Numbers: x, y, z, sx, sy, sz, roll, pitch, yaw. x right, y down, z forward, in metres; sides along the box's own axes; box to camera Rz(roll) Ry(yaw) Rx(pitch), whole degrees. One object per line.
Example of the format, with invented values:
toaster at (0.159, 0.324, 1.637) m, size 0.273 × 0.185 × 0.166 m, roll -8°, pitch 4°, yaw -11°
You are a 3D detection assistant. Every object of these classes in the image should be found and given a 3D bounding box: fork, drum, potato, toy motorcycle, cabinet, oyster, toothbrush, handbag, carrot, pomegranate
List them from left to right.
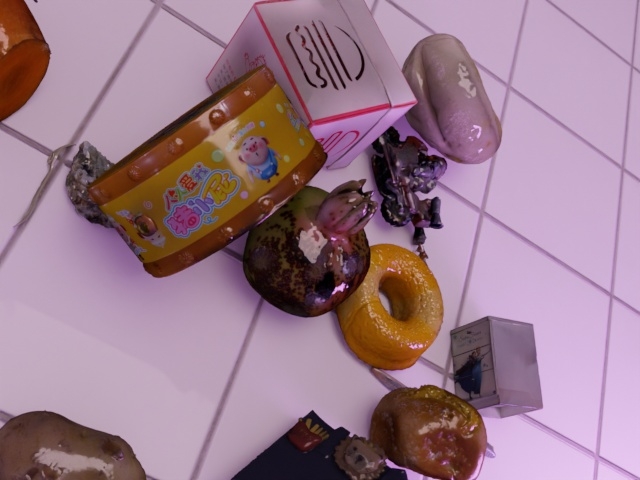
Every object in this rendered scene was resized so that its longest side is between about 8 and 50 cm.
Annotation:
carrot at (-0.646, -0.414, 1.450) m, size 0.214 × 0.193 × 0.331 m, roll -36°, pitch 85°, yaw 3°
fork at (-0.545, -0.113, 1.487) m, size 0.028 × 0.034 × 0.219 m, roll 49°, pitch 49°, yaw -38°
potato at (-0.420, 0.385, 1.265) m, size 0.262 × 0.165 × 0.165 m, roll 23°, pitch 58°, yaw -14°
oyster at (-0.443, -0.105, 1.524) m, size 0.177 × 0.064 × 0.125 m, roll 46°, pitch 49°, yaw -12°
drum at (-0.213, -0.132, 1.439) m, size 0.431 × 0.431 × 0.214 m, roll -46°, pitch 109°, yaw -37°
pomegranate at (0.000, 0.000, 1.574) m, size 0.285 × 0.341 × 0.285 m, roll 19°, pitch 52°, yaw -26°
handbag at (0.008, 0.494, 1.420) m, size 0.303 × 0.122 × 0.329 m, roll 32°, pitch 46°, yaw 24°
toy motorcycle at (0.236, -0.107, 1.903) m, size 0.207 × 0.134 × 0.400 m, roll 4°, pitch 66°, yaw -24°
toothbrush at (0.262, 0.396, 1.753) m, size 0.375 × 0.028 × 0.037 m, roll 36°, pitch 28°, yaw -13°
cabinet at (0.415, 0.306, 1.816) m, size 0.150 × 0.145 × 0.206 m, roll 13°, pitch 63°, yaw -27°

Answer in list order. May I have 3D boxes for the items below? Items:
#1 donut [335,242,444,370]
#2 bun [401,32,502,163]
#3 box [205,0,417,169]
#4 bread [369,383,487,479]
donut at (0.165, 0.142, 1.753) m, size 0.303 × 0.110 × 0.302 m, roll 15°, pitch 58°, yaw -26°
bun at (0.325, -0.358, 1.979) m, size 0.365 × 0.219 × 0.365 m, roll 55°, pitch 18°, yaw -28°
box at (-0.031, -0.343, 1.730) m, size 0.300 × 0.312 × 0.314 m, roll -19°, pitch 79°, yaw -35°
bread at (0.222, 0.388, 1.598) m, size 0.196 × 0.246 × 0.176 m, roll 15°, pitch 86°, yaw -17°
